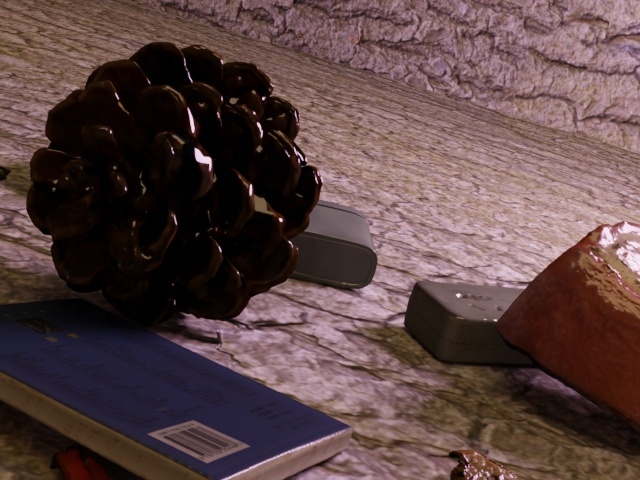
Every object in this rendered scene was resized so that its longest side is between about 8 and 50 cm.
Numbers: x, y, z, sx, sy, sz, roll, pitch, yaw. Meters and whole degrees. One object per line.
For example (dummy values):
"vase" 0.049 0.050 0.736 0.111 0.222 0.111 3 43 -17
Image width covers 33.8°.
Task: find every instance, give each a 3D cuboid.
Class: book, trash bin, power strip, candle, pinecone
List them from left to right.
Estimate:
"candle" -0.114 0.163 0.591 0.026 0.021 0.167 2 19 -33
"book" -0.132 0.103 0.740 0.269 0.025 0.191 21 10 24
"pinecone" -0.132 -0.038 0.892 0.244 0.243 0.257 19 37 18
"trash bin" 0.000 0.000 1.169 0.116 0.059 0.130 11 18 -8
"power strip" 0.227 0.089 1.073 0.288 0.053 0.093 5 19 -27

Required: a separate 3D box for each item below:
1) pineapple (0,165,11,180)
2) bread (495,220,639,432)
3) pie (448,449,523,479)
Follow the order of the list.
"pineapple" -0.369 -0.029 0.829 0.119 0.130 0.277 16 15 13
"bread" 0.306 0.086 0.940 0.244 0.123 0.190 35 31 19
"pie" 0.141 0.192 0.691 0.170 0.034 0.092 33 22 34
